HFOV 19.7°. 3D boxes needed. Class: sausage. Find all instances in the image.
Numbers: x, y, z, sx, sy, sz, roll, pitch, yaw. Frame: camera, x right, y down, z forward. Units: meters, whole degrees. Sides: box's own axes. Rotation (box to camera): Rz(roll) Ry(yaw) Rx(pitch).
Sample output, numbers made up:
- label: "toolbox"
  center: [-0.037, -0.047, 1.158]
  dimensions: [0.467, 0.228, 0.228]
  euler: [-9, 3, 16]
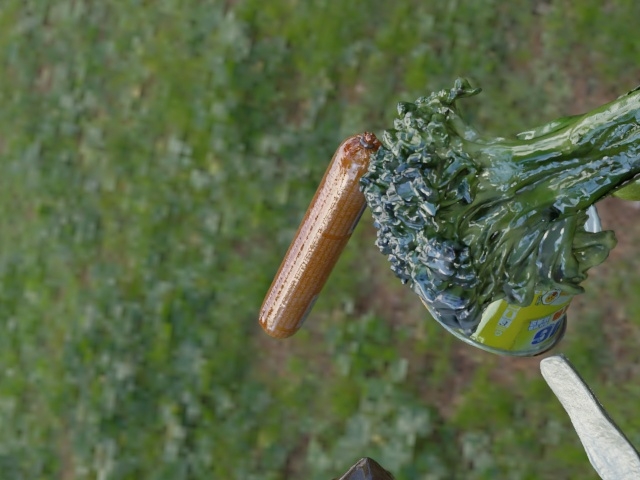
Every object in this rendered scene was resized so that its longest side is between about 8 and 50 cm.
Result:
- label: "sausage"
  center: [0.000, 0.000, 1.896]
  dimensions: [0.348, 0.053, 0.053]
  euler: [117, 147, -49]

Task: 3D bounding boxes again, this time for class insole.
- label: "insole"
  center: [0.290, 0.200, 1.929]
  dimensions: [0.063, 0.010, 0.192]
  euler: [-27, 100, 49]

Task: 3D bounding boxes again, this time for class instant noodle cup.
- label: "instant noodle cup"
  center: [0.220, 0.013, 2.115]
  dimensions: [0.153, 0.205, 0.205]
  euler: [117, 146, -42]

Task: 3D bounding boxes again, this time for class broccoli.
- label: "broccoli"
  center: [0.174, -0.022, 1.357]
  dimensions: [0.275, 0.198, 0.177]
  euler: [-8, 42, 25]

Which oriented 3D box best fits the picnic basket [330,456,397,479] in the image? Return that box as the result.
- label: "picnic basket"
  center: [0.058, 0.379, 1.662]
  dimensions: [0.291, 0.254, 0.321]
  euler: [42, 163, 23]

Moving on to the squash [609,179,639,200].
- label: "squash"
  center: [0.401, -0.144, 1.687]
  dimensions: [0.341, 0.094, 0.094]
  euler: [-33, 42, 0]
